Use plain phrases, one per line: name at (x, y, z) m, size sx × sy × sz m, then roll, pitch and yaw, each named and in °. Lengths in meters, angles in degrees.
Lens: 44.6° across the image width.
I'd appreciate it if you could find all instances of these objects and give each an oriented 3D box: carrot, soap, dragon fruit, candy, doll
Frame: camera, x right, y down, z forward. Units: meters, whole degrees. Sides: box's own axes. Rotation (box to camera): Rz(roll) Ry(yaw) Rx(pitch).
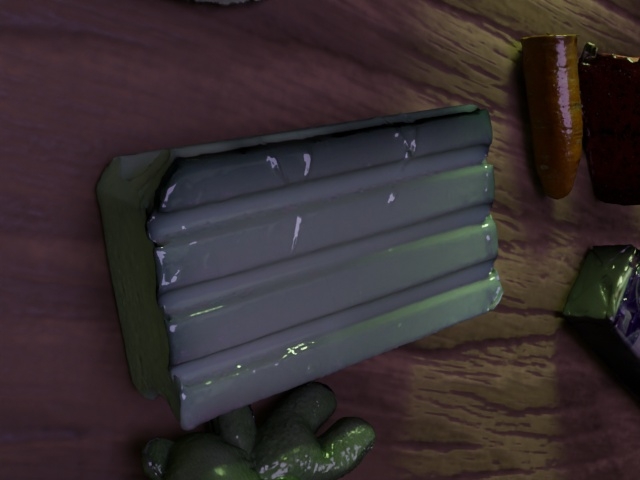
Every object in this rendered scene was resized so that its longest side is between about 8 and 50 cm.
carrot at (0.197, -0.102, 0.648) m, size 0.048 × 0.048 × 0.139 m, roll -16°, pitch 103°, yaw -32°
soap at (0.000, 0.000, 0.499) m, size 0.261 × 0.094 × 0.150 m, roll -14°, pitch 105°, yaw -34°
dragon fruit at (0.291, -0.109, 0.683) m, size 0.096 × 0.102 × 0.147 m, roll -23°, pitch 114°, yaw -23°
candy at (0.342, 0.127, 0.746) m, size 0.312 × 0.061 × 0.088 m, roll 42°, pitch 67°, yaw -28°
doll at (-0.033, 0.145, 0.490) m, size 0.150 × 0.077 × 0.115 m, roll -22°, pitch 59°, yaw -36°

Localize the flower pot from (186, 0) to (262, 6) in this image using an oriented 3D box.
flower pot at (-0.046, -0.259, 0.424) m, size 0.235 × 0.140 × 0.235 m, roll 0°, pitch 90°, yaw -34°
